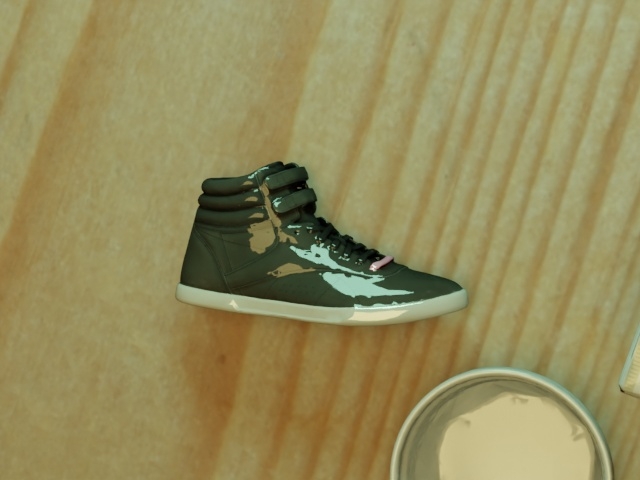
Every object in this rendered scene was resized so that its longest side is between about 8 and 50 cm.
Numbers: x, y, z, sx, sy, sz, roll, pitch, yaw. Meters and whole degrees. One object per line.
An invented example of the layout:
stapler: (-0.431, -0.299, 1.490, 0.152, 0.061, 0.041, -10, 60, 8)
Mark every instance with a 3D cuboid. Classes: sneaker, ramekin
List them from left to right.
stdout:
sneaker: (0.000, 0.000, 1.769, 0.296, 0.104, 0.146, 5, 97, 19)
ramekin: (0.176, 0.219, 1.724, 0.207, 0.109, 0.207, 0, 90, 15)

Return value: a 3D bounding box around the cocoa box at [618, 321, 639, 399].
cocoa box: (0.463, 0.075, 1.580, 0.347, 0.231, 0.228, 20, 95, 14)
